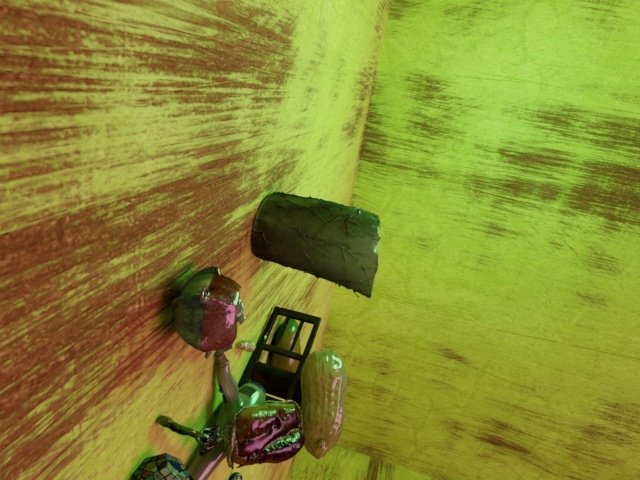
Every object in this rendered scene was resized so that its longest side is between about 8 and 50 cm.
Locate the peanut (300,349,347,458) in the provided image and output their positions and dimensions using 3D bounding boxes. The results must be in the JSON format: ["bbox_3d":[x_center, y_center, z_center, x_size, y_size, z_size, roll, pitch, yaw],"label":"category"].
[{"bbox_3d":[0.005,0.497,1.311,0.152,0.152,0.313,62,28,-75],"label":"peanut"}]

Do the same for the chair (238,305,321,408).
[{"bbox_3d":[-0.142,0.472,1.441,0.241,0.203,0.416,86,22,-48],"label":"chair"}]

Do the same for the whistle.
[{"bbox_3d":[-0.211,0.161,0.851,0.346,0.133,0.142,101,-29,-63],"label":"whistle"}]

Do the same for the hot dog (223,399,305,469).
[{"bbox_3d":[-0.141,0.512,1.132,0.270,0.081,0.163,16,76,-46],"label":"hot dog"}]

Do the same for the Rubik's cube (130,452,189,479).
[{"bbox_3d":[-0.307,0.466,0.812,0.093,0.111,0.111,-40,-155,56],"label":"Rubik's cube"}]

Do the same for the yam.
[{"bbox_3d":[0.000,0.000,1.178,0.241,0.348,0.241,17,90,-86],"label":"yam"}]

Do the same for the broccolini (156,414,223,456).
[{"bbox_3d":[-0.276,0.424,0.931,0.254,0.057,0.071,75,13,-58],"label":"broccolini"}]

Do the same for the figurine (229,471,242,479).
[{"bbox_3d":[-0.307,0.864,1.488,0.106,0.047,0.060,-50,144,-63],"label":"figurine"}]

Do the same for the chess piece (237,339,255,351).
[{"bbox_3d":[-0.220,0.307,1.245,0.092,0.035,0.035,57,48,-71],"label":"chess piece"}]

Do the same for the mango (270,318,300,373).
[{"bbox_3d":[-0.130,0.434,1.669,0.156,0.114,0.251,-22,127,-69],"label":"mango"}]

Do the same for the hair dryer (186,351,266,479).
[{"bbox_3d":[-0.269,0.472,1.104,0.296,0.118,0.298,-65,150,-31],"label":"hair dryer"}]
